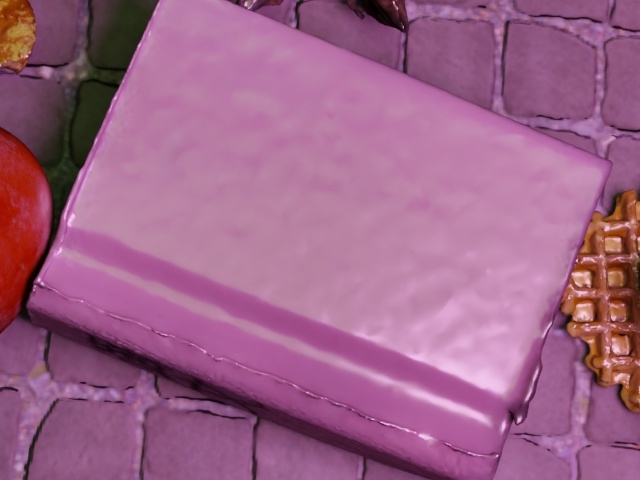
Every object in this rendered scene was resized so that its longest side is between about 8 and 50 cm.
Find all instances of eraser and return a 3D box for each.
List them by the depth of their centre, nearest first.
[{"bbox_3d":[0.000,0.000,1.264,0.359,0.122,0.272,21,76,-1],"label":"eraser"}]

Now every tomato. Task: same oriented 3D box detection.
[{"bbox_3d":[-0.273,-0.009,1.210,0.151,0.187,0.187,24,77,23],"label":"tomato"}]

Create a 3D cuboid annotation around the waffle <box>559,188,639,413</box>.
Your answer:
[{"bbox_3d":[0.270,0.043,1.314,0.191,0.038,0.191,1,80,-4],"label":"waffle"}]

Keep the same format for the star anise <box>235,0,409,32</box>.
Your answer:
[{"bbox_3d":[0.017,-0.311,1.329,0.331,0.117,0.332,1,84,-11],"label":"star anise"}]

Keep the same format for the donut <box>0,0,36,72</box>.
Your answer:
[{"bbox_3d":[-0.273,-0.159,1.312,0.108,0.043,0.097,-21,82,-7],"label":"donut"}]
